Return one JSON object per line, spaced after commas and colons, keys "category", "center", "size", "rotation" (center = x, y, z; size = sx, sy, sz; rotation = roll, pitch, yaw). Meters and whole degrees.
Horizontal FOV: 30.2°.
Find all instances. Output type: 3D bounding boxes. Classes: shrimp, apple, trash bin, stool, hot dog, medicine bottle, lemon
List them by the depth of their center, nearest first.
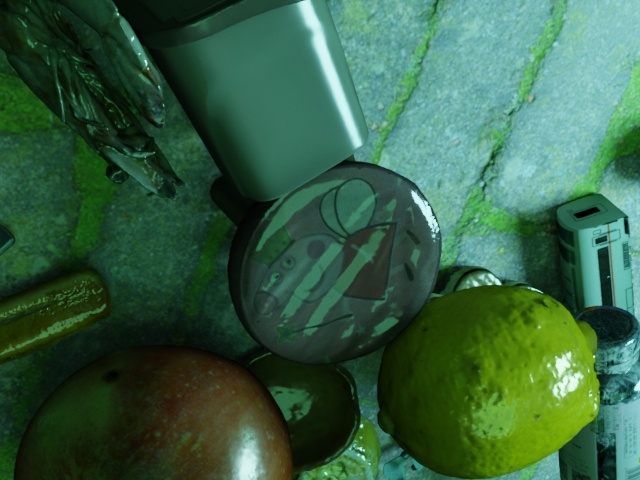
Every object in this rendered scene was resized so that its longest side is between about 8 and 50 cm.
{"category": "shrimp", "center": [-0.246, -0.185, 1.266], "size": [0.085, 0.247, 0.360], "rotation": [-45, 115, -28]}
{"category": "trash bin", "center": [-0.078, -0.198, 1.329], "size": [0.219, 0.220, 0.250], "rotation": [-30, 125, -8]}
{"category": "hot dog", "center": [-0.396, 0.111, 1.473], "size": [0.285, 0.061, 0.088], "rotation": [-18, 100, -7]}
{"category": "stool", "center": [0.000, 0.000, 1.487], "size": [0.272, 0.178, 0.272], "rotation": [-8, 119, -15]}
{"category": "apple", "center": [-0.206, 0.298, 1.503], "size": [0.348, 0.277, 0.349], "rotation": [8, 114, 18]}
{"category": "lemon", "center": [0.219, 0.179, 1.530], "size": [0.319, 0.245, 0.245], "rotation": [-20, 122, -12]}
{"category": "medicine bottle", "center": [0.406, 0.236, 1.693], "size": [0.141, 0.141, 0.293], "rotation": [-17, 122, -10]}

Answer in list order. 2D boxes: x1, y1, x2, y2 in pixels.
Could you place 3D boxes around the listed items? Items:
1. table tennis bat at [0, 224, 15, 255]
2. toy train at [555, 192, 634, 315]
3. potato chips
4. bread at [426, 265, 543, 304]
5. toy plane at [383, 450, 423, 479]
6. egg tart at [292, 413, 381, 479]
{"category": "table tennis bat", "center": [-0.473, 0.086, 1.428], "size": [0.154, 0.021, 0.274], "rotation": [44, 87, -5]}
{"category": "toy train", "center": [0.413, 0.129, 1.758], "size": [0.088, 0.086, 0.407], "rotation": [-20, 122, -10]}
{"category": "potato chips", "center": [-0.050, 0.239, 1.659], "size": [0.195, 0.062, 0.208], "rotation": [37, 96, -9]}
{"category": "bread", "center": [0.249, 0.148, 1.703], "size": [0.207, 0.056, 0.286], "rotation": [-48, 112, -12]}
{"category": "toy plane", "center": [0.187, 0.279, 1.781], "size": [0.235, 0.060, 0.096], "rotation": [-35, 136, -4]}
{"category": "egg tart", "center": [0.008, 0.336, 1.732], "size": [0.197, 0.078, 0.197], "rotation": [-7, 115, -16]}
